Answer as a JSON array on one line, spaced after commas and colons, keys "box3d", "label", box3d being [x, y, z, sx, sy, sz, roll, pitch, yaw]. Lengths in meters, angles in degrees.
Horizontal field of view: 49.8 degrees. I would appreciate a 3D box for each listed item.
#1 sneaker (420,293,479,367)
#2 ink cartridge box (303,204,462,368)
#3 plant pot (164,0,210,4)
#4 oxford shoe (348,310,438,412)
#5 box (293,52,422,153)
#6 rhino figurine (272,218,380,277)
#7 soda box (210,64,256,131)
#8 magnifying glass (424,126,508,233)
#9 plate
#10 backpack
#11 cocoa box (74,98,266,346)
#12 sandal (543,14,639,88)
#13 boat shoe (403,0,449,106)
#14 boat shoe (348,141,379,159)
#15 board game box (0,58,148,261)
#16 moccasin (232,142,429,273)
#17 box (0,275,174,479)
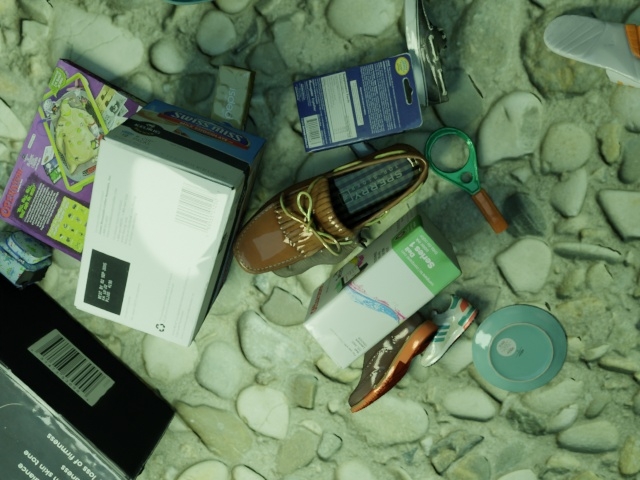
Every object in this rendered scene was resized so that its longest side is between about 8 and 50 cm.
[{"box3d": [0.240, 0.177, 1.372, 0.075, 0.057, 0.161, 42, 106, 13], "label": "sneaker"}, {"box3d": [0.111, 0.081, 1.277, 0.278, 0.201, 0.117, -41, 97, 13], "label": "ink cartridge box"}, {"box3d": [-0.214, -0.577, 1.131, 0.271, 0.271, 0.255, -30, 84, 11], "label": "plant pot"}, {"box3d": [0.125, 0.236, 1.377, 0.098, 0.097, 0.271, 44, 117, 20], "label": "oxford shoe"}, {"box3d": [0.069, -0.247, 1.254, 0.225, 0.036, 0.136, -10, 91, 20], "label": "box"}, {"box3d": [0.000, 0.000, 1.335, 0.243, 0.073, 0.106, -17, 98, 8], "label": "rhino figurine"}, {"box3d": [-0.171, -0.236, 1.300, 0.061, 0.058, 0.181, 13, 105, 2], "label": "soda box"}, {"box3d": [0.282, -0.113, 1.308, 0.092, 0.026, 0.231, -35, 96, 12], "label": "magnifying glass"}, {"box3d": [0.398, 0.221, 1.377, 0.188, 0.024, 0.188, 1, 105, 5], "label": "plate"}, {"box3d": [-0.605, 0.027, 1.382, 0.114, 0.105, 0.084, 37, 99, -2], "label": "backpack"}, {"box3d": [-0.267, -0.034, 1.236, 0.231, 0.228, 0.347, 20, 119, 0], "label": "cocoa box"}, {"box3d": [0.527, -0.329, 1.212, 0.265, 0.076, 0.102, 26, 90, 20], "label": "sandal"}, {"box3d": [0.190, -0.352, 1.234, 0.070, 0.078, 0.219, -8, 111, 8], "label": "boat shoe"}, {"box3d": [0.100, -0.154, 1.305, 0.046, 0.038, 0.125, -43, 96, 13], "label": "boat shoe"}, {"box3d": [-0.481, -0.152, 1.357, 0.208, 0.056, 0.347, 28, 104, -6], "label": "board game box"}, {"box3d": [0.019, -0.051, 1.221, 0.380, 0.147, 0.139, -22, 96, 1], "label": "moccasin"}, {"box3d": [-0.646, 0.397, 1.375, 0.480, 0.297, 0.472, 44, 101, -5], "label": "box"}]
